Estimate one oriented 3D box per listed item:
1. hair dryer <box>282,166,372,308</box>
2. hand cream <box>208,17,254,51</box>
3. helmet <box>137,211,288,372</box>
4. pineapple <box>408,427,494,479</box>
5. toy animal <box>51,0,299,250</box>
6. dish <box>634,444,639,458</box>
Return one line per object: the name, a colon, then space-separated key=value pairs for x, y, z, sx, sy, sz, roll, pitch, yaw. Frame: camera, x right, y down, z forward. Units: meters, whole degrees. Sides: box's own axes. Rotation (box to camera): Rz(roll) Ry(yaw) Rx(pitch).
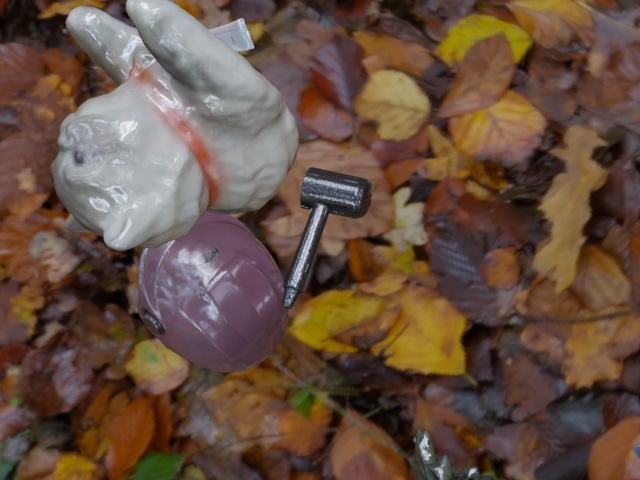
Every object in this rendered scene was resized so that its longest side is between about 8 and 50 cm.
hair dryer: x=-0.002 y=0.000 z=1.633 sx=0.114 sy=0.070 sz=0.248 roll=12 pitch=70 yaw=19
hand cream: x=-0.227 y=-0.343 z=1.770 sx=0.216 sy=0.038 sz=0.052 roll=-19 pitch=116 yaw=-19
helmet: x=-0.177 y=0.107 z=1.831 sx=0.197 sy=0.271 sz=0.338 roll=29 pitch=150 yaw=32
pineapple: x=0.148 y=0.281 z=0.910 sx=0.340 sy=0.169 sz=0.169 roll=33 pitch=113 yaw=59
toy animal: x=-0.145 y=-0.077 z=0.892 sx=0.308 sy=0.266 sz=0.188 roll=10 pitch=83 yaw=50
dish: x=0.612 y=0.321 z=1.534 sx=0.228 sy=0.086 sz=0.236 roll=58 pitch=137 yaw=11
